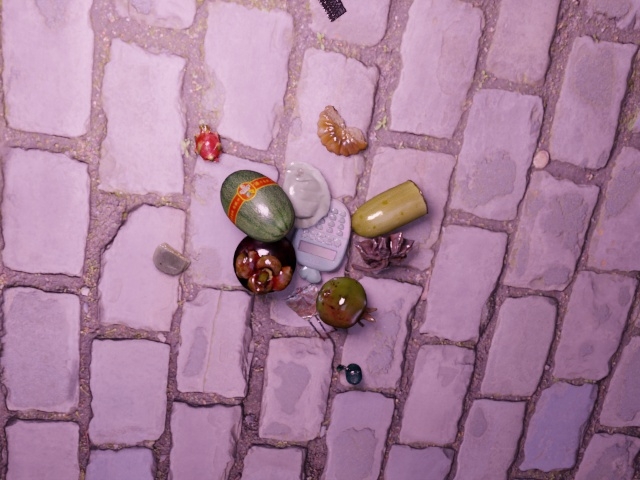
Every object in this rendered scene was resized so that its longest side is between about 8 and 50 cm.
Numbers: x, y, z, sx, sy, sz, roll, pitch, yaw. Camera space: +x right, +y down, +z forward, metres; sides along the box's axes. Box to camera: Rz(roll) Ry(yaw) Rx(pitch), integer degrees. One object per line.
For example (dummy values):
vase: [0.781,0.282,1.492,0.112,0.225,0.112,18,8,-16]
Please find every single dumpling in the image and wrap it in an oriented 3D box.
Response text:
dumpling: [-0.058,-0.148,1.586,0.152,0.108,0.220,-13,107,-30]

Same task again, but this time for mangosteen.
mangosteen: [-0.177,0.082,1.559,0.211,0.250,0.212,-2,113,-4]

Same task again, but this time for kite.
kite: [-0.018,0.257,1.751,0.127,0.016,0.229,-35,107,7]

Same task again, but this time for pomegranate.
pomegranate: [0.094,0.223,1.679,0.224,0.181,0.182,32,101,-30]

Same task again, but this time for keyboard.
keyboard: [0.002,-0.748,1.455,0.060,0.018,0.196,-35,108,1]

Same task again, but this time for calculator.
calculator: [0.000,0.000,1.655,0.183,0.042,0.296,18,101,-4]

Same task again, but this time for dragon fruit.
dragon fruit: [-0.344,-0.299,1.514,0.086,0.081,0.116,5,107,3]

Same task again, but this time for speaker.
speaker: [0.108,0.476,1.799,0.094,0.075,0.060,42,98,-7]

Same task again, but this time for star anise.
star anise: [0.201,0.046,1.640,0.208,0.089,0.231,6,143,-16]

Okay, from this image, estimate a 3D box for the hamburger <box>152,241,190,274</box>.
hamburger: [-0.497,0.070,1.620,0.121,0.054,0.084,35,98,-22]

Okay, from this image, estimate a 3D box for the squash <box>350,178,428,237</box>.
squash: [0.213,-0.088,1.610,0.246,0.132,0.133,-28,108,-2]

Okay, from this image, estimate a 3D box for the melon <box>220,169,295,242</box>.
melon: [-0.200,-0.112,1.497,0.287,0.182,0.182,38,102,26]

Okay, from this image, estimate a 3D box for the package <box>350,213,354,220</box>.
package: [0.108,-0.076,1.667,0.110,0.015,0.037,-5,102,-7]

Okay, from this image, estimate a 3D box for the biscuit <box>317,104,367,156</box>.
biscuit: [0.061,-0.331,1.563,0.183,0.061,0.118,38,100,-16]
